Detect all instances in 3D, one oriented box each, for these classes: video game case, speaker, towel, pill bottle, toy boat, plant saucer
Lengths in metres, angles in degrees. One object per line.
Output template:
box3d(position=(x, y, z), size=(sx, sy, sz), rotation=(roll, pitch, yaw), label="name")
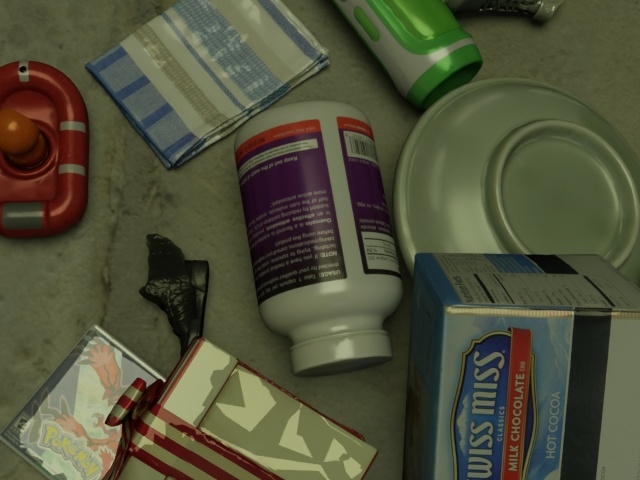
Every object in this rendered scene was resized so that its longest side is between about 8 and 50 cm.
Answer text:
box3d(position=(-0.263, 0.233, 1.162), size=(0.201, 0.023, 0.183), rotation=(37, 74, 7), label="video game case")
box3d(position=(0.095, -0.329, 1.299), size=(0.131, 0.131, 0.296), rotation=(-33, 79, -12), label="speaker")
box3d(position=(-0.155, -0.251, 1.305), size=(0.285, 0.034, 0.209), rotation=(-37, 79, -13), label="towel")
box3d(position=(0.000, 0.000, 1.167), size=(0.182, 0.181, 0.322), rotation=(-8, 75, -6), label="pill bottle")
box3d(position=(-0.378, -0.125, 1.190), size=(0.151, 0.151, 0.231), rotation=(-2, 74, -5), label="toy boat")
box3d(position=(0.293, -0.039, 1.195), size=(0.401, 0.100, 0.400), rotation=(5, 74, -18), label="plant saucer")

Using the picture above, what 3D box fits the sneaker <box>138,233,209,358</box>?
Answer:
box3d(position=(-0.192, 0.076, 1.201), size=(0.089, 0.051, 0.170), rotation=(5, 69, -2), label="sneaker")

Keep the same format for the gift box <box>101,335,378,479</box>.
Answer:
box3d(position=(-0.125, 0.263, 1.025), size=(0.258, 0.255, 0.276), rotation=(34, 76, -4), label="gift box")

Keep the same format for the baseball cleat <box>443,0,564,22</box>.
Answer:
box3d(position=(0.277, -0.352, 1.335), size=(0.206, 0.072, 0.109), rotation=(-28, 78, -20), label="baseball cleat")

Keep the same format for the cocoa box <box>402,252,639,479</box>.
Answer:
box3d(position=(0.216, 0.204, 1.032), size=(0.228, 0.231, 0.346), rotation=(1, 103, -2), label="cocoa box")
